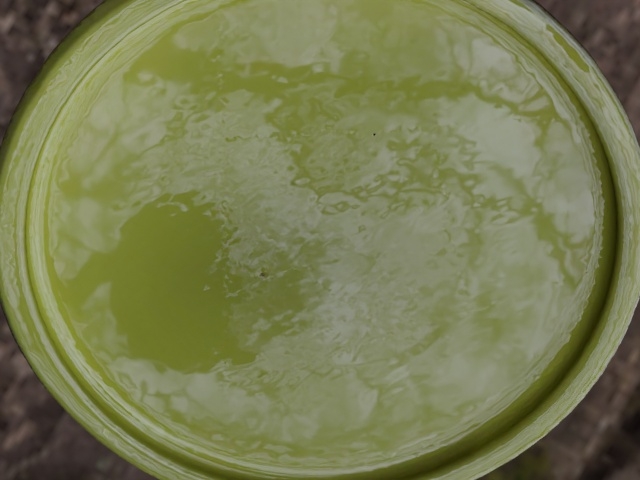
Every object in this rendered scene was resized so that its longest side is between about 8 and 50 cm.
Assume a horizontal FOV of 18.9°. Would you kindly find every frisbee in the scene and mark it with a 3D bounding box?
[{"bbox_3d":[0.000,0.000,0.685,0.017,0.236,0.236,-94,-153,-61],"label":"frisbee"}]
